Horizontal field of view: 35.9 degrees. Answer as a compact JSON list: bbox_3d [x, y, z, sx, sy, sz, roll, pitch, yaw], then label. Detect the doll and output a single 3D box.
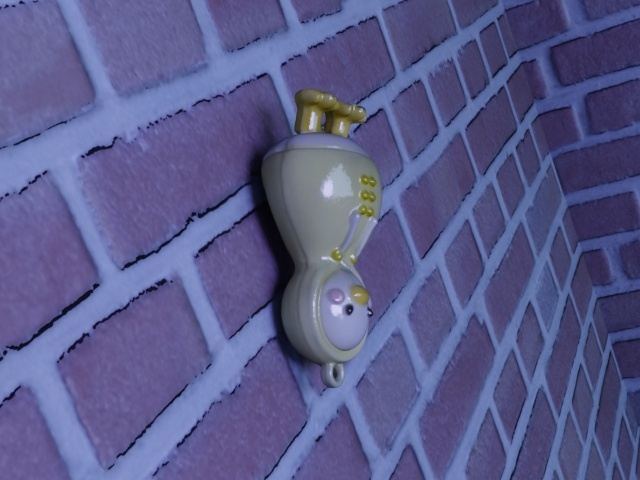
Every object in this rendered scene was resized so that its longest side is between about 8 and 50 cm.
[{"bbox_3d":[0.011,-0.002,0.995,0.141,0.117,0.296,13,65,-58],"label":"doll"}]
